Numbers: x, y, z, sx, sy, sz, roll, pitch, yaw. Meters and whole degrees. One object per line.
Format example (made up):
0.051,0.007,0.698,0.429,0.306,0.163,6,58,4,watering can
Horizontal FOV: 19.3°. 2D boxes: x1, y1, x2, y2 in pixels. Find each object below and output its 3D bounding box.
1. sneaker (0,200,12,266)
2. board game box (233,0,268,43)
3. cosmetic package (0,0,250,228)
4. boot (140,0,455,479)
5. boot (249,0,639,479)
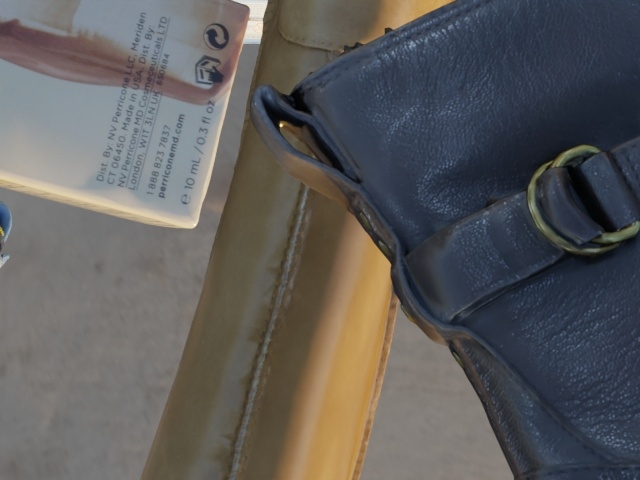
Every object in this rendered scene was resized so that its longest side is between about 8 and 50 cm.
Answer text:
-0.203,0.007,1.009,0.059,0.144,0.053,-25,105,8,sneaker
-0.024,-0.230,1.327,0.160,0.039,0.211,-1,137,-22,board game box
-0.207,-0.104,1.009,0.296,0.153,0.129,14,89,-22,cosmetic package
0.000,0.000,0.685,0.089,0.236,0.270,11,86,14,boot
0.136,0.007,0.497,0.263,0.091,0.229,-17,73,-12,boot
